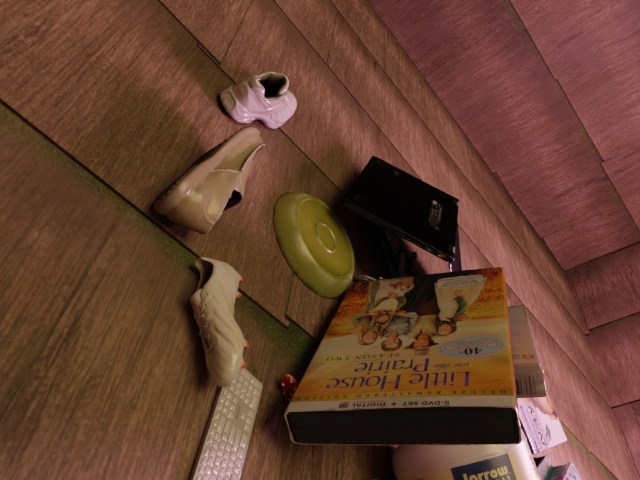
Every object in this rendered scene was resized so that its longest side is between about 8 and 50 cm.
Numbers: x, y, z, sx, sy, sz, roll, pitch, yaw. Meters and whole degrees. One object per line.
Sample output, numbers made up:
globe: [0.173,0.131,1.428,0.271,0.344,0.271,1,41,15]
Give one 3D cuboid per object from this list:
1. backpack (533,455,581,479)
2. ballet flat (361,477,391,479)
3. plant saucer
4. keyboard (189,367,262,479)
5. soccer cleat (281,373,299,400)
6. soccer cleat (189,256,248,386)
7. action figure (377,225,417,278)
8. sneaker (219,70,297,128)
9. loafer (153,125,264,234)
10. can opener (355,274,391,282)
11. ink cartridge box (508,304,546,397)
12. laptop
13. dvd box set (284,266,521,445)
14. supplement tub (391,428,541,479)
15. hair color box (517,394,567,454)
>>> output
backpack: [0.535,0.646,1.224,0.225,0.191,0.253,9,63,-56]
ballet flat: [0.104,0.413,0.877,0.114,0.041,0.041,28,43,-46]
plant saucer: [0.000,0.000,1.077,0.241,0.037,0.240,37,37,-35]
keyboard: [-0.122,0.270,0.669,0.072,0.014,0.256,46,33,-26]
soccer cleat: [-0.034,0.238,0.825,0.083,0.029,0.035,58,20,-13]
soccer cleat: [-0.146,0.107,0.727,0.076,0.068,0.196,31,34,-35]
action figure: [0.204,0.047,1.341,0.137,0.064,0.232,6,63,-58]
sneaker: [-0.097,-0.296,1.100,0.090,0.115,0.232,62,29,0]
loafer: [-0.161,-0.096,0.850,0.092,0.102,0.268,53,39,-17]
can opener: [0.175,0.155,1.210,0.283,0.076,0.095,35,70,-40]
ink cartridge box: [0.237,0.207,0.981,0.307,0.304,0.072,-21,101,-71]
laptop: [0.226,0.027,1.303,0.408,0.236,0.382,28,27,2]
dvd box set: [0.151,0.166,0.866,0.420,0.308,0.062,-51,130,-63]
supplement tub: [0.255,0.436,0.885,0.235,0.235,0.324,14,56,-53]
hair color box: [0.555,0.488,1.465,0.339,0.110,0.185,19,48,-53]
